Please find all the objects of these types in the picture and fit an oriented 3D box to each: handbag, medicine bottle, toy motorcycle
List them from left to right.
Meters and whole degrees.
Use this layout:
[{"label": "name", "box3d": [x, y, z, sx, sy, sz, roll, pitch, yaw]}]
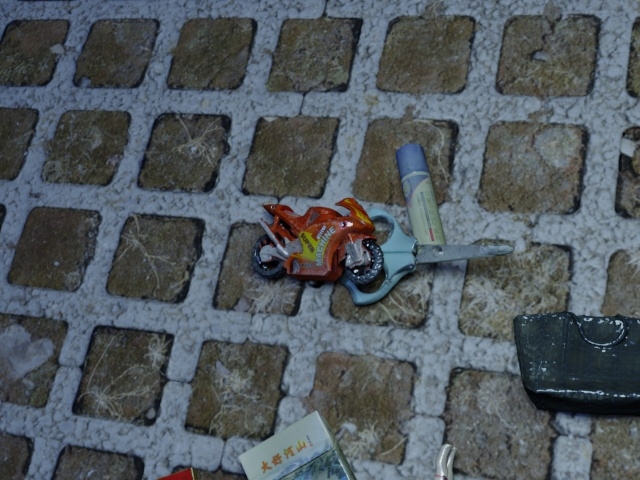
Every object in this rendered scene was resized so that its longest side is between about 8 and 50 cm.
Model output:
[{"label": "toy motorcycle", "box3d": [-0.001, 0.002, 1.753, 0.298, 0.089, 0.171, 3, 81, 35]}, {"label": "medicine bottle", "box3d": [0.191, -0.074, 1.766, 0.059, 0.059, 0.231, -16, 64, 11]}, {"label": "handbag", "box3d": [0.453, 0.199, 1.553, 0.270, 0.089, 0.175, 1, 60, 18]}]

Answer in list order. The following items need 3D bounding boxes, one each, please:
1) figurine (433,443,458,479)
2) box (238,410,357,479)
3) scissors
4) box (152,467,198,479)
[{"label": "figurine", "box3d": [0.186, 0.430, 1.542, 0.083, 0.083, 0.188, 12, 77, 22]}, {"label": "box", "box3d": [-0.013, 0.447, 1.595, 0.164, 0.069, 0.257, -31, 62, 3]}, {"label": "scissors", "box3d": [0.184, 0.023, 1.675, 0.360, 0.029, 0.191, -4, 69, 40]}, {"label": "box", "box3d": [-0.282, 0.478, 1.696, 0.133, 0.023, 0.090, -19, 61, 9]}]
